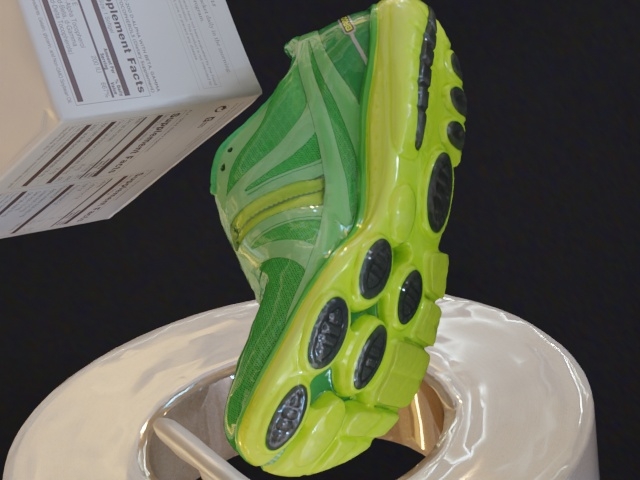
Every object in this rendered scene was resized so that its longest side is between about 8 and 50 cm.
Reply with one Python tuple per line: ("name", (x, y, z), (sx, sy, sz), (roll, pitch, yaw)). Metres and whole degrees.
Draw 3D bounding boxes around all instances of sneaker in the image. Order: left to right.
("sneaker", (0.000, 0.000, 1.058), (0.123, 0.109, 0.295), (-7, -129, 32))

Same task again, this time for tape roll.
("tape roll", (-0.011, 0.149, 1.275), (0.392, 0.072, 0.392), (-7, -155, 3))

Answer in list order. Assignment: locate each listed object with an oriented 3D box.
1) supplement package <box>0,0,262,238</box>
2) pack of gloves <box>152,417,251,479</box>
("supplement package", (-0.184, -0.156, 1.189), (0.204, 0.145, 0.261), (-34, -108, 50))
("pack of gloves", (0.053, 0.156, 0.796), (0.046, 0.195, 0.232), (-49, -145, -10))
